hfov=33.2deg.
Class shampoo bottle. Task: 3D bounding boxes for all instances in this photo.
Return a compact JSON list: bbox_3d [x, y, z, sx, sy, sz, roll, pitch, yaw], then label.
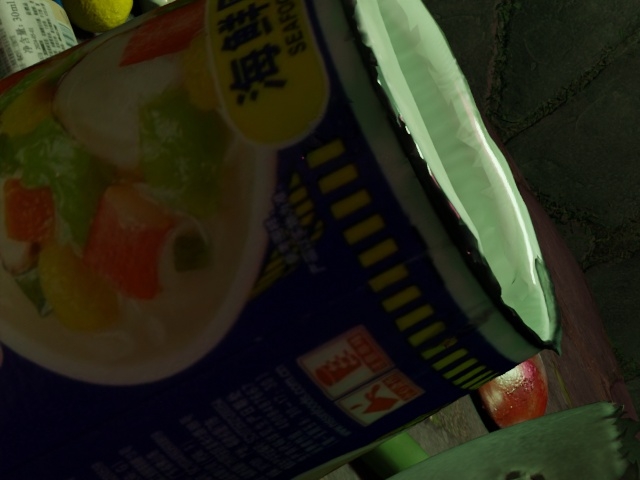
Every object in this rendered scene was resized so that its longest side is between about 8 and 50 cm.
[{"bbox_3d":[-0.203,-0.132,0.769,0.087,0.050,0.183,5,60,-67],"label":"shampoo bottle"}]

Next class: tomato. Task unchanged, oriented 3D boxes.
[{"bbox_3d":[0.284,0.202,1.578,0.173,0.099,0.189,66,16,16],"label":"tomato"}]

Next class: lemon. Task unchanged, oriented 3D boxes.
[{"bbox_3d":[-0.188,-0.206,0.901,0.083,0.062,0.062,62,12,-49],"label":"lemon"}]

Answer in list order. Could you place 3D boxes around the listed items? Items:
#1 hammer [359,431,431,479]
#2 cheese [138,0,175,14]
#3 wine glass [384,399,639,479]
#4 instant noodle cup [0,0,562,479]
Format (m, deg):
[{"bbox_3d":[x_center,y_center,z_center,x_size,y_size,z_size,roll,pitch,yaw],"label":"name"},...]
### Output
[{"bbox_3d":[0.110,0.236,1.051,0.335,0.119,0.206,48,21,-24],"label":"hammer"},{"bbox_3d":[-0.145,-0.237,1.066,0.227,0.064,0.137,25,39,-61],"label":"cheese"},{"bbox_3d":[0.002,0.196,0.378,0.190,0.357,0.190,56,17,-26],"label":"wine glass"},{"bbox_3d":[-0.073,0.022,0.483,0.284,0.312,0.284,53,20,-30],"label":"instant noodle cup"}]
